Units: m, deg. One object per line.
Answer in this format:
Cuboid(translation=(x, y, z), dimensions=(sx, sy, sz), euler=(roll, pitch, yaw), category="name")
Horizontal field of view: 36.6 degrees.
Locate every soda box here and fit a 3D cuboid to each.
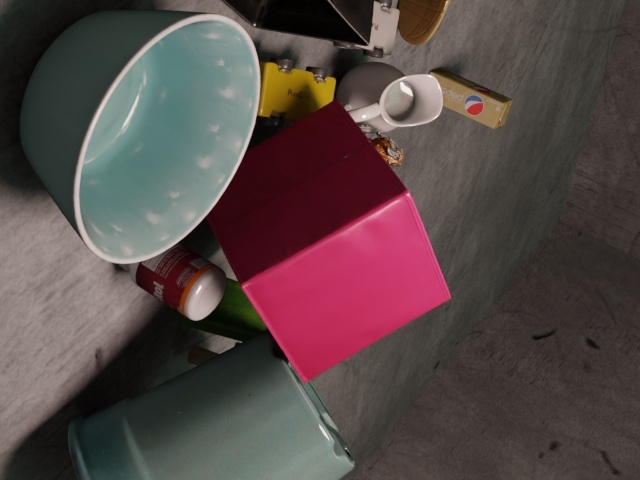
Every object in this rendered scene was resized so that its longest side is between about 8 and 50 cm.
Cuboid(translation=(0.313, -0.305, 2.069), dimensions=(0.058, 0.181, 0.061), euler=(-27, 140, -53), category="soda box")

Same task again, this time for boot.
Cuboid(translation=(0.244, -0.499, 1.819), dimensions=(0.203, 0.095, 0.261), euler=(-25, 135, -56), category="boot")

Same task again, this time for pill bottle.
Cuboid(translation=(-0.218, 0.045, 1.401), dimensions=(0.086, 0.152, 0.086), euler=(-46, 154, -31), category="pill bottle")

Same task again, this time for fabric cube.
Cuboid(translation=(0.000, 0.000, 1.437), dimensions=(0.258, 0.259, 0.254), euler=(-30, 136, -1), category="fabric cube")

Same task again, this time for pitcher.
Cuboid(translation=(0.085, -0.239, 1.667), dimensions=(0.178, 0.207, 0.125), euler=(-14, 107, -20), category="pitcher")

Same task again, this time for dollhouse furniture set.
Cuboid(translation=(-0.137, 0.073, 1.720), dimensions=(0.197, 0.151, 0.301), euler=(111, -4, -56), category="dollhouse furniture set")

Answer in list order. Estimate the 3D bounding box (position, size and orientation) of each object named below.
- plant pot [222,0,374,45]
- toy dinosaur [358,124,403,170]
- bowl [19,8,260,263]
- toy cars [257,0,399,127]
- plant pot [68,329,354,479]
Cuboid(translation=(-0.026, -0.381, 1.291), dimensions=(0.188, 0.188, 0.167), euler=(21, 83, -67), category="plant pot")
Cuboid(translation=(-0.022, -0.116, 1.606), dimensions=(0.164, 0.322, 0.218), euler=(-95, -158, -43), category="toy dinosaur")
Cuboid(translation=(-0.230, -0.145, 1.141), dimensions=(0.311, 0.163, 0.311), euler=(-47, 153, -32), category="bowl")
Cuboid(translation=(-0.006, -0.294, 1.541), dimensions=(0.393, 0.087, 0.176), euler=(-51, 140, -33), category="toy cars")
Cuboid(translation=(-0.151, 0.327, 1.490), dimensions=(0.334, 0.341, 0.341), euler=(-33, 155, -1), category="plant pot")
